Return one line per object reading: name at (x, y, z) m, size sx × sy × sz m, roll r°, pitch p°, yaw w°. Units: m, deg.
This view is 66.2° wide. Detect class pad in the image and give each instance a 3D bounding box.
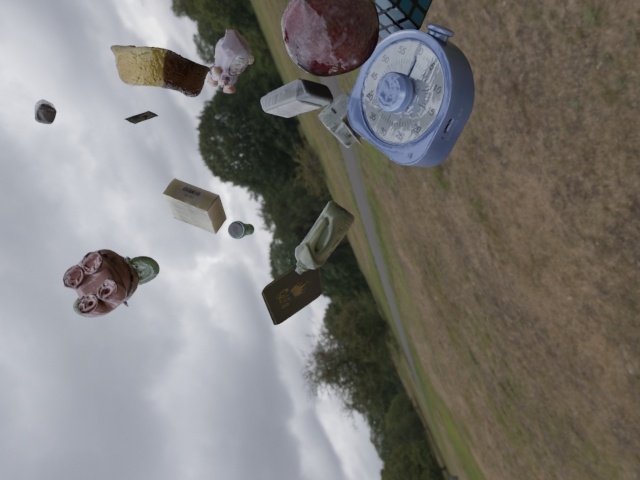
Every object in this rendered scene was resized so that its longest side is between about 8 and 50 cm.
pad at (-0.106, 0.229, 1.816) m, size 0.063 × 0.315 × 0.375 m, roll 50°, pitch 165°, yaw 27°

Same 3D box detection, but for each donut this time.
donut at (-0.454, -0.497, 1.449) m, size 0.151 × 0.295 × 0.112 m, roll 21°, pitch 107°, yaw 57°

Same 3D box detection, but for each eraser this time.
eraser at (-0.074, -0.384, 1.343) m, size 0.352 × 0.089 × 0.061 m, roll 12°, pitch 94°, yaw 63°

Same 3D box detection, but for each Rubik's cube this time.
Rubik's cube at (0.214, -0.707, 1.429) m, size 0.161 × 0.162 × 0.163 m, roll 27°, pitch 170°, yaw -32°

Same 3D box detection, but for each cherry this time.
cherry at (0.019, -0.503, 1.171) m, size 0.300 × 0.231 × 0.202 m, roll -6°, pitch -85°, yaw -65°

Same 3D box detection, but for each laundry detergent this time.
laundry detergent at (0.000, 0.000, 1.564) m, size 0.091 × 0.253 × 0.181 m, roll 37°, pitch -177°, yaw 15°

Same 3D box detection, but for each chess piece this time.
chess piece at (-0.246, -0.036, 1.592) m, size 0.059 × 0.059 × 0.149 m, roll 67°, pitch -166°, yaw 2°

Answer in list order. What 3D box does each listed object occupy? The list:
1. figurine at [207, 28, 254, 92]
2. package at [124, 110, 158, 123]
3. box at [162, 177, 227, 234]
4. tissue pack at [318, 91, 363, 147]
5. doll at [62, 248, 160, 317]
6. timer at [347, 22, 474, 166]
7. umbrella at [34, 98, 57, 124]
figurine at (-0.351, -0.676, 1.876) m, size 0.133 × 0.200 × 0.276 m, roll 53°, pitch 145°, yaw 2°
package at (-0.520, -0.357, 1.426) m, size 0.110 × 0.037 × 0.015 m, roll -49°, pitch -18°, yaw -54°
box at (-0.496, -0.135, 1.944) m, size 0.168 × 0.212 × 0.095 m, roll 85°, pitch -151°, yaw -59°
tissue pack at (0.126, -0.506, 2.143) m, size 0.145 × 0.159 × 0.229 m, roll 55°, pitch -167°, yaw 24°
doll at (-0.639, 0.144, 1.500) m, size 0.216 × 0.284 × 0.268 m, roll 52°, pitch 178°, yaw 22°
timer at (0.258, -0.430, 1.414) m, size 0.395 × 0.173 × 0.394 m, roll 4°, pitch 95°, yaw 50°
umbrella at (-1.003, -0.471, 1.786) m, size 0.067 × 0.073 × 0.337 m, roll 30°, pitch -179°, yaw -34°
